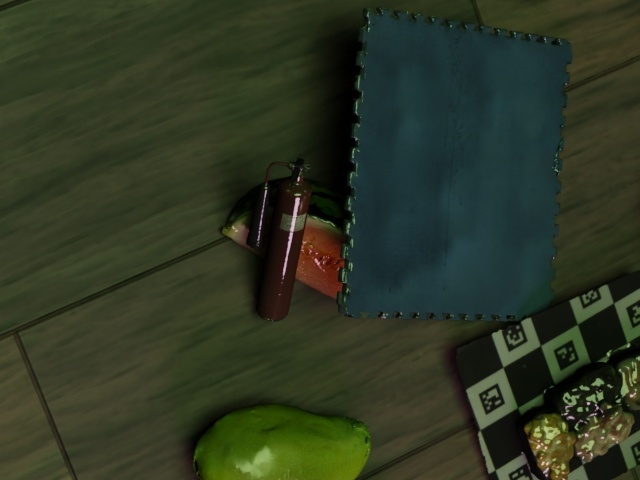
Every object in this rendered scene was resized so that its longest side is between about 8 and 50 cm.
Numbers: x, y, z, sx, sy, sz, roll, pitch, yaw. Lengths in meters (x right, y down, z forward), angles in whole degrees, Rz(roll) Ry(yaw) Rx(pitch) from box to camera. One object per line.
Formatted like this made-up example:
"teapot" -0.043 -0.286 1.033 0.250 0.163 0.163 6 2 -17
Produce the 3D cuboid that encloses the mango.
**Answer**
"mango" -0.028 0.184 1.536 0.165 0.074 0.091 -7 93 -23

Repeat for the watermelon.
"watermelon" 0.007 -0.005 1.544 0.163 0.069 0.087 29 81 -19

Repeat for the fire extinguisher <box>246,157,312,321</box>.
"fire extinguisher" -0.036 -0.008 1.504 0.035 0.049 0.173 -20 137 -35

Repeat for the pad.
"pad" 0.124 -0.061 1.580 0.269 0.012 0.270 6 90 -40

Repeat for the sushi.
"sushi" 0.248 0.151 1.649 0.215 0.050 0.192 -23 109 -20
